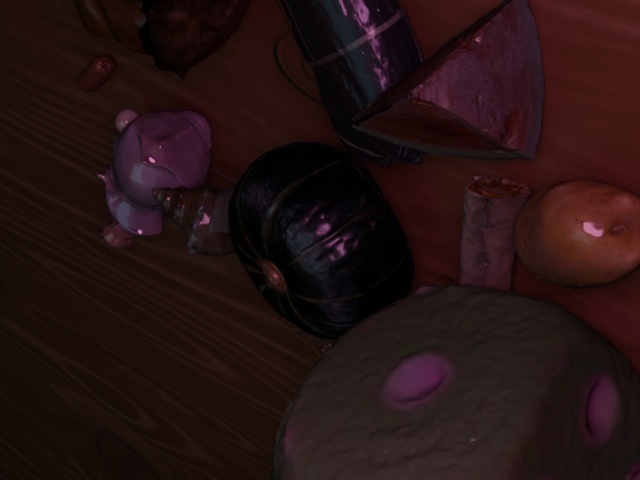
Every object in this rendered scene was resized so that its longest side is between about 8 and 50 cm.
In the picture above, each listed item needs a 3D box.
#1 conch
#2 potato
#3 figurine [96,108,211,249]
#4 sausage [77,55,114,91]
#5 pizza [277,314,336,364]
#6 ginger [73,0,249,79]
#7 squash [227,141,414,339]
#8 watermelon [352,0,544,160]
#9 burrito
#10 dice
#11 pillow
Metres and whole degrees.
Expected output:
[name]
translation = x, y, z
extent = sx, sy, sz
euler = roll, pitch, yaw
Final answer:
[conch]
translation = -0.108, -0.033, 1.757
extent = 0.233, 0.114, 0.137
euler = 7, 170, 14
[potato]
translation = 0.263, -0.006, 1.348
extent = 0.178, 0.118, 0.109
euler = 158, 116, -68
[figurine]
translation = -0.239, -0.087, 1.877
extent = 0.200, 0.133, 0.276
euler = 49, 146, 5
[sausage]
translation = -0.328, -0.244, 1.949
extent = 0.034, 0.034, 0.083
euler = 58, 145, -1
[pizza]
translation = 0.040, 0.166, 1.795
extent = 0.204, 0.080, 0.188
euler = 58, 170, -18
[ginger]
translation = -0.180, -0.338, 1.539
extent = 0.223, 0.200, 0.269
euler = 39, 152, 22
[squash]
translation = 0.000, 0.000, 1.602
extent = 0.252, 0.165, 0.252
euler = 43, 154, 27
[watermelon]
translation = 0.116, -0.162, 1.341
extent = 0.207, 0.136, 0.202
euler = -9, 158, 19
[burrito]
translation = 0.188, 0.011, 1.480
extent = 0.060, 0.087, 0.226
euler = 40, 146, 34
[dice]
translation = 0.164, 0.264, 1.445
extent = 0.318, 0.322, 0.330
euler = 4, 136, 42
[pillow]
translation = 0.024, -0.234, 1.473
extent = 0.161, 0.092, 0.335
euler = -7, 110, 57
